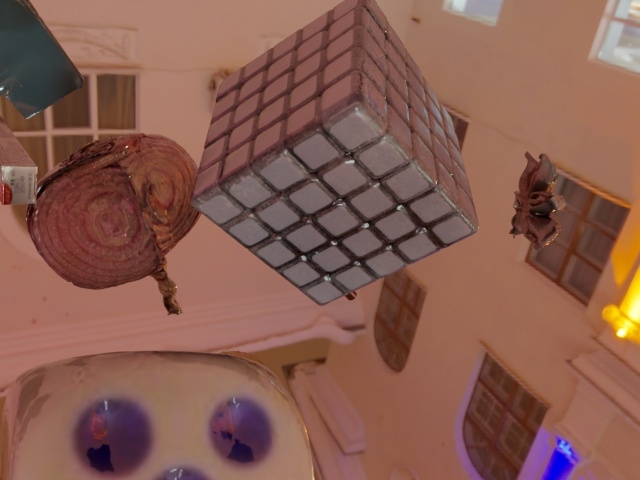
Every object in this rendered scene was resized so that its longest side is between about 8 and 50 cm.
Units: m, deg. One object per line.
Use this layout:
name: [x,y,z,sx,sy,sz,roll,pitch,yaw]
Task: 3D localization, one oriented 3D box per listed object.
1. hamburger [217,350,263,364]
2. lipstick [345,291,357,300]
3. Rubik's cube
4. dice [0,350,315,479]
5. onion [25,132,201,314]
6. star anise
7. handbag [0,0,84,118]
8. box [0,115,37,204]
hamburger: [-0.241,0.402,1.640,0.190,0.122,0.215,-15,-104,-42]
lipstick: [0.028,0.075,1.313,0.027,0.176,0.027,-20,-134,22]
Rubik's cube: [0.020,-0.102,0.731,0.237,0.238,0.236,43,-147,-33]
dice: [-0.191,0.304,0.671,0.305,0.277,0.304,7,-120,-29]
onion: [-0.330,-0.060,1.021,0.257,0.272,0.230,6,-152,3]
star anise: [0.396,-0.076,1.113,0.063,0.171,0.208,4,-172,3]
handbag: [-0.537,-0.331,1.080,0.144,0.221,0.057,-35,-125,-8]
box: [-0.411,-0.115,0.775,0.040,0.055,0.218,-9,-145,-38]
